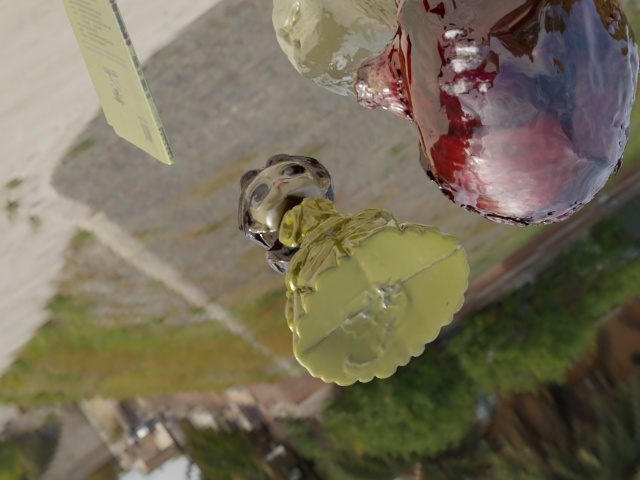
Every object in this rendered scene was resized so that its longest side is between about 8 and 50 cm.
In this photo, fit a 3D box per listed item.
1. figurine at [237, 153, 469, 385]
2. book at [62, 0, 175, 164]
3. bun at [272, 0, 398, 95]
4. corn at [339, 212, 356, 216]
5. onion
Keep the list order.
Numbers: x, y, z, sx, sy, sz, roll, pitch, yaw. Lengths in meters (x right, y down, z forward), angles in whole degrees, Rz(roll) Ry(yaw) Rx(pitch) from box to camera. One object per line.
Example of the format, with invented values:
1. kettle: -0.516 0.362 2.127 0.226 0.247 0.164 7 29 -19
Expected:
1. figurine: -0.002 -0.003 1.520 0.187 0.168 0.315 -56 -145 9
2. book: -0.202 -0.176 1.382 0.013 0.192 0.168 -27 -153 -18
3. bun: 0.016 -0.244 1.642 0.128 0.193 0.178 -53 170 26
4. corn: 0.034 -0.001 1.901 0.079 0.079 0.237 -35 174 8
5. onion: 0.129 -0.131 1.094 0.219 0.252 0.252 -12 -172 17
